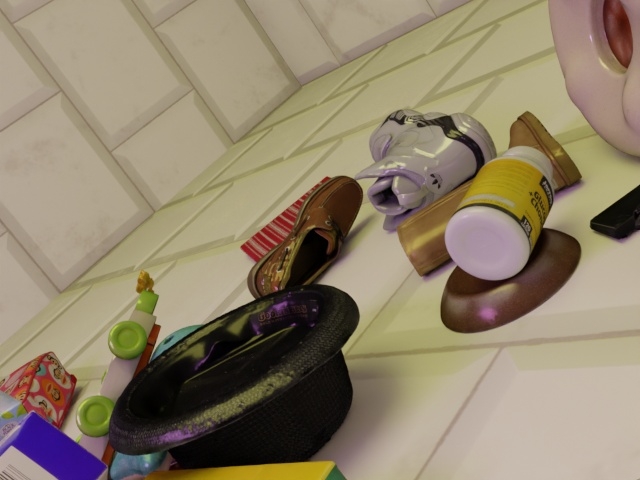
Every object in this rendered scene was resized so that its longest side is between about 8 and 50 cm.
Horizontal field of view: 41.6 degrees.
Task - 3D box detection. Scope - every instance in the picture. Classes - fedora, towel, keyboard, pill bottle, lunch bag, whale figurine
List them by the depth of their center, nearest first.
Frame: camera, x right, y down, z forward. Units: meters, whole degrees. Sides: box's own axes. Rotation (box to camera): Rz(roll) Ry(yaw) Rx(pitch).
[{"bbox_3d":[0.416,-0.060,1.005,0.180,0.023,0.108,-36,10,-1],"label":"keyboard"},{"bbox_3d":[-0.082,0.195,1.026,0.334,0.152,0.334,-26,17,8],"label":"fedora"},{"bbox_3d":[0.229,-0.041,1.042,0.103,0.103,0.184,-21,22,41],"label":"pill bottle"},{"bbox_3d":[-0.207,0.225,1.208,0.216,0.141,0.272,-21,18,40],"label":"whale figurine"},{"bbox_3d":[-0.642,0.369,1.713,0.258,0.120,0.293,-34,17,7],"label":"lunch bag"},{"bbox_3d":[-0.046,-0.044,1.860,0.275,0.031,0.199,-39,19,-8],"label":"towel"}]

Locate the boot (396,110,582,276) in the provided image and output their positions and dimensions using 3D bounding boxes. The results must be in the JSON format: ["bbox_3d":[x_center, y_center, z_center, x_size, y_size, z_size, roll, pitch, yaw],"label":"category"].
[{"bbox_3d":[0.239,-0.078,1.290,0.269,0.089,0.236,-33,16,12],"label":"boot"}]

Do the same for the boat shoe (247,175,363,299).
[{"bbox_3d":[0.000,0.000,1.533,0.104,0.110,0.307,-3,45,55],"label":"boat shoe"}]

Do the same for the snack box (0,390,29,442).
[{"bbox_3d":[-0.436,0.331,1.244,0.070,0.207,0.174,-31,12,-28],"label":"snack box"}]

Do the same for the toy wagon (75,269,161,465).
[{"bbox_3d":[-0.310,0.210,1.314,0.267,0.068,0.344,125,165,-62],"label":"toy wagon"}]

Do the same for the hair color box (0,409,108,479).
[{"bbox_3d":[-0.328,0.344,0.896,0.185,0.110,0.339,-49,-14,-38],"label":"hair color box"}]

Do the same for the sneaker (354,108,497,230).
[{"bbox_3d":[0.141,-0.135,1.545,0.210,0.137,0.366,-37,19,-17],"label":"sneaker"}]

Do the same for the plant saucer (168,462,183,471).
[{"bbox_3d":[-0.209,0.335,1.140,0.083,0.013,0.083,-33,17,11],"label":"plant saucer"}]

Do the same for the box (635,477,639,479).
[{"bbox_3d":[0.184,0.248,0.332,0.087,0.169,0.290,-32,16,11],"label":"box"}]

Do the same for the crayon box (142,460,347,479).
[{"bbox_3d":[-0.153,0.371,0.765,0.313,0.106,0.363,-17,23,44],"label":"crayon box"}]

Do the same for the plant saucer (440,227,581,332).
[{"bbox_3d":[0.230,0.039,1.067,0.199,0.036,0.198,-32,17,11],"label":"plant saucer"}]

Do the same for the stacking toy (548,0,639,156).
[{"bbox_3d":[0.578,-0.331,1.113,0.480,0.350,0.350,-16,16,-4],"label":"stacking toy"}]

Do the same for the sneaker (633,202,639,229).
[{"bbox_3d":[0.408,-0.023,0.840,0.121,0.079,0.217,-46,13,-14],"label":"sneaker"}]
